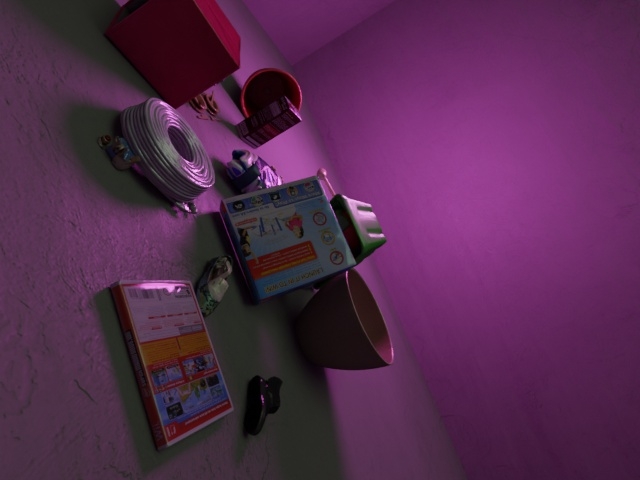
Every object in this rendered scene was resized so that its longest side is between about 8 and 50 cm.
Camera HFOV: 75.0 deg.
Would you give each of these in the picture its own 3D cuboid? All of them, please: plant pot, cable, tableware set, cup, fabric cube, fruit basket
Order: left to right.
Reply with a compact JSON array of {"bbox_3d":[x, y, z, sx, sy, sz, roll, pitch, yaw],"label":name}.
[{"bbox_3d":[-0.365,-0.219,1.018,0.257,0.089,0.257,48,20,-54],"label":"cable"},{"bbox_3d":[-0.408,-0.597,1.213,0.258,0.254,0.259,50,20,-42],"label":"fabric cube"},{"bbox_3d":[-0.403,-0.489,1.465,0.128,0.039,0.194,62,15,-6],"label":"tableware set"},{"bbox_3d":[-0.242,-0.679,1.947,0.275,0.275,0.243,54,7,-32],"label":"plant pot"},{"bbox_3d":[0.000,0.000,1.559,0.392,0.392,0.283,29,37,-65],"label":"fruit basket"},{"bbox_3d":[0.061,0.284,1.352,0.331,0.237,0.331,56,16,-25],"label":"cup"}]

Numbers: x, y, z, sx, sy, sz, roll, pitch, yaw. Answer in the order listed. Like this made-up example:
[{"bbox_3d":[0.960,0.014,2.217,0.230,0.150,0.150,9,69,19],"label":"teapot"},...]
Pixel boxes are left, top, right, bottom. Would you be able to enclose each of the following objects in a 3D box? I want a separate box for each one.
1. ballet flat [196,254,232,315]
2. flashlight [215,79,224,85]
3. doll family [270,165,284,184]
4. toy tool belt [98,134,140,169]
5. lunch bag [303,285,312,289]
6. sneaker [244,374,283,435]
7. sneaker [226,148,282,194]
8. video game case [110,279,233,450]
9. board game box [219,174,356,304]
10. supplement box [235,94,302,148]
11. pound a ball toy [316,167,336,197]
[{"bbox_3d":[-0.243,0.094,0.978,0.070,0.070,0.188,54,18,-32],"label":"ballet flat"},{"bbox_3d":[-0.411,-0.713,1.692,0.103,0.103,0.304,54,18,-28],"label":"flashlight"},{"bbox_3d":[-0.174,-0.211,1.713,0.193,0.076,0.111,45,19,-58],"label":"doll family"},{"bbox_3d":[-0.421,-0.194,0.882,0.083,0.051,0.052,59,15,-14],"label":"toy tool belt"},{"bbox_3d":[-0.059,0.037,1.361,0.176,0.219,0.090,28,-10,31],"label":"lunch bag"},{"bbox_3d":[-0.122,0.372,0.943,0.089,0.051,0.170,49,17,-30],"label":"sneaker"},{"bbox_3d":[-0.227,-0.160,1.382,0.236,0.130,0.323,34,36,-44],"label":"sneaker"},{"bbox_3d":[-0.268,0.208,0.777,0.285,0.025,0.204,67,15,13],"label":"video game case"},{"bbox_3d":[-0.096,-0.009,1.215,0.302,0.308,0.086,67,-23,12],"label":"board game box"},{"bbox_3d":[-0.211,-0.482,1.713,0.073,0.239,0.130,68,15,15],"label":"supplement box"},{"bbox_3d":[-0.004,-0.143,1.909,0.319,0.208,0.136,61,15,-13],"label":"pound a ball toy"}]
